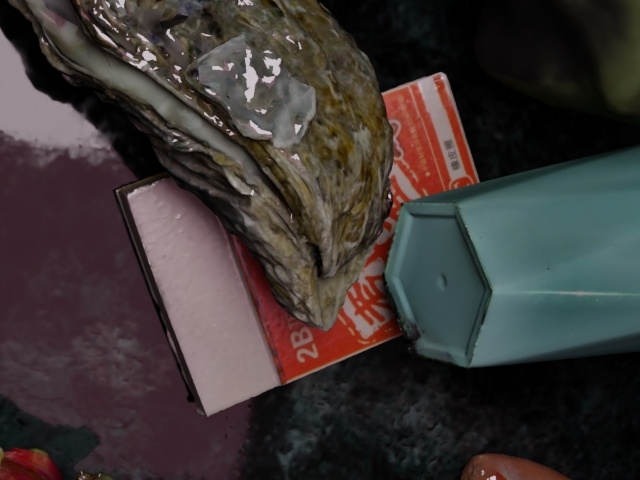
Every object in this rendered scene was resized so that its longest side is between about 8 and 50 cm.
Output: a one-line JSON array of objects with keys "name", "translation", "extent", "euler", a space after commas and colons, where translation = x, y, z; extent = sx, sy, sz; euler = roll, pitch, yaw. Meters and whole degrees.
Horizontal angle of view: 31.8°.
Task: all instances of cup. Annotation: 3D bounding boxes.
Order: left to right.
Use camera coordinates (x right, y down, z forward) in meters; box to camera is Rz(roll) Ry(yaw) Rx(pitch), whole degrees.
[{"name": "cup", "translation": [0.163, 0.011, 0.722], "extent": [0.236, 0.148, 0.134], "euler": [-7, 63, -27]}]

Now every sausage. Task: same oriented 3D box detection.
[{"name": "sausage", "translation": [0.179, 0.199, 0.811], "extent": [0.177, 0.040, 0.047], "euler": [31, 94, -16]}]

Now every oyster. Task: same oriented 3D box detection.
[{"name": "oyster", "translation": [-0.069, -0.104, 0.643], "extent": [0.162, 0.158, 0.351], "euler": [-33, 95, -20]}]

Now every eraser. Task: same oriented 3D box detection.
[{"name": "eraser", "translation": [0.000, 0.000, 0.743], "extent": [0.230, 0.038, 0.157], "euler": [-21, 101, -15]}]

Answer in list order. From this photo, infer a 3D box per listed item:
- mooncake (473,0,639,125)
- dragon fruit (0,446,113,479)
[{"name": "mooncake", "translation": [0.179, -0.247, 0.644], "extent": [0.351, 0.187, 0.351], "euler": [-12, 108, -39]}, {"name": "dragon fruit", "translation": [-0.193, 0.183, 0.625], "extent": [0.166, 0.172, 0.160], "euler": [-40, 96, -7]}]
